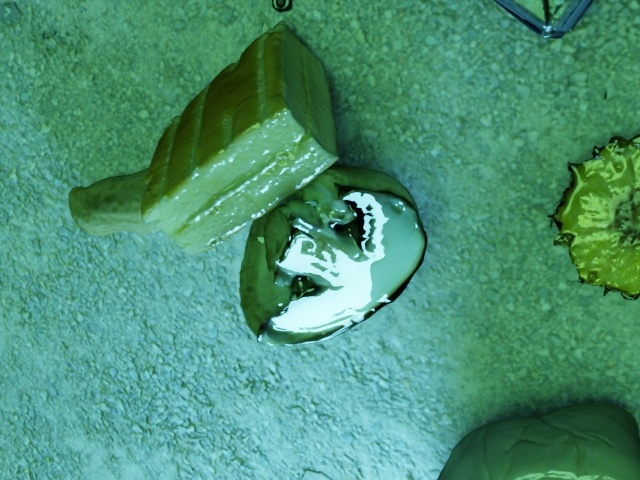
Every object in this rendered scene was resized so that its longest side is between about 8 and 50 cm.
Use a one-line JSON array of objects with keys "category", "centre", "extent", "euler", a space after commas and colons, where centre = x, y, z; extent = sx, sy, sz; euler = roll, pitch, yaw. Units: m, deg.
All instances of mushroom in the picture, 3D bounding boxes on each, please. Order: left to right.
[{"category": "mushroom", "centre": [0.008, -0.002, 1.088], "extent": [0.189, 0.164, 0.267], "euler": [3, 130, -24]}]

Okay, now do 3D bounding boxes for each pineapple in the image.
[{"category": "pineapple", "centre": [0.376, -0.030, 0.998], "extent": [0.224, 0.076, 0.225], "euler": [5, 106, 16]}]

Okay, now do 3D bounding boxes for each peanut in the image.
[{"category": "peanut", "centre": [-0.267, -0.055, 1.215], "extent": [0.214, 0.099, 0.099], "euler": [-6, 101, 19]}]

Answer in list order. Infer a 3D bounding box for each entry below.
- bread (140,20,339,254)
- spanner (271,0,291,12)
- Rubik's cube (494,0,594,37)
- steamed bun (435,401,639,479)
[{"category": "bread", "centre": [-0.103, -0.129, 1.064], "extent": [0.239, 0.246, 0.111], "euler": [-34, 122, 22]}, {"category": "spanner", "centre": [-0.045, -0.399, 1.096], "extent": [0.046, 0.012, 0.209], "euler": [7, 105, 17]}, {"category": "Rubik's cube", "centre": [0.220, -0.374, 0.875], "extent": [0.259, 0.255, 0.260], "euler": [36, 112, 10]}, {"category": "steamed bun", "centre": [0.235, 0.369, 1.051], "extent": [0.236, 0.247, 0.384], "euler": [19, 109, 12]}]
